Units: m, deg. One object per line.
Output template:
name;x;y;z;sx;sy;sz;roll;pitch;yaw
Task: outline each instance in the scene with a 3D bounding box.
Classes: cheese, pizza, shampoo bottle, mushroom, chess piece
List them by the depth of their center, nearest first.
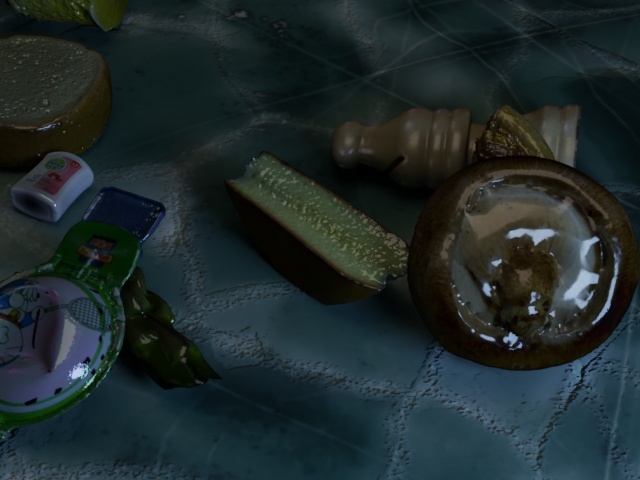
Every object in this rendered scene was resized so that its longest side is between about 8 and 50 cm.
cheese;-0.282;0.073;1.707;0.204;0.083;0.320;17;64;29
mushroom;0.218;0.025;1.738;0.253;0.153;0.253;0;79;-2
pizza;0.228;-0.045;1.862;0.127;0.058;0.246;6;70;10
shampoo bottle;-0.324;-0.070;1.948;0.072;0.043;0.099;21;45;18
chess piece;0.167;-0.117;1.986;0.307;0.124;0.139;5;75;7

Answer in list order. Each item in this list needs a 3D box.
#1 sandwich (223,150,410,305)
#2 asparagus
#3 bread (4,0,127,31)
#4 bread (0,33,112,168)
sandwich;0.000;0.000;1.849;0.094;0.096;0.258;-35;55;-27
asparagus;-0.207;0.083;1.760;0.080;0.080;0.287;-22;52;-25
bread;-0.354;-0.385;2.216;0.170;0.197;0.197;-3;40;14
bread;-0.383;-0.180;2.052;0.236;0.070;0.236;1;40;-1
